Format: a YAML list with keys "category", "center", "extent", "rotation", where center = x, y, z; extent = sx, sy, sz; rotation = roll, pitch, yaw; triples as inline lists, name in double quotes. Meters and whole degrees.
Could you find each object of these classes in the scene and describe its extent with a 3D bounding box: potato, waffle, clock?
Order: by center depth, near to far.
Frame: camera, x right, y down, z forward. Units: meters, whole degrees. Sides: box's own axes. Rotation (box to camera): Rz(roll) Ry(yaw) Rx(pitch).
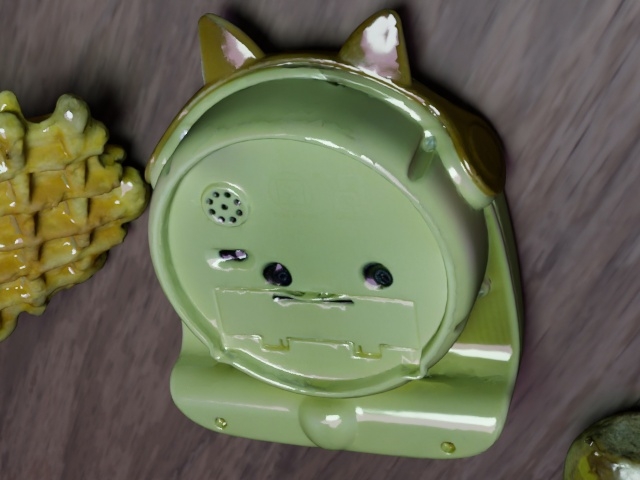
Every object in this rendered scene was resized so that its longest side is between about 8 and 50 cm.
- category: "clock"
  center: [0.000, 0.000, 0.808]
  extent: [0.286, 0.117, 0.349]
  rotation: [2, 123, 19]
- category: "waffle"
  center: [-0.288, -0.008, 0.842]
  extent: [0.300, 0.058, 0.282]
  rotation: [-28, 151, 2]
- category: "potato"
  center: [0.292, 0.238, 0.861]
  extent: [0.251, 0.113, 0.149]
  rotation: [44, 130, -13]
